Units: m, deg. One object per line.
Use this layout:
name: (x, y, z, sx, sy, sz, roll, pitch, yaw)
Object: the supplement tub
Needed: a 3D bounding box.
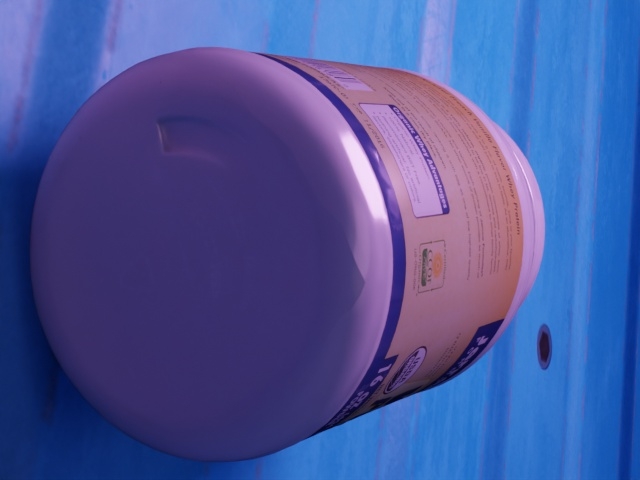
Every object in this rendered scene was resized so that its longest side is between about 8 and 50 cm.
supplement tub: (0.000, 0.000, 0.786, 0.316, 0.228, 0.228, -8, 95, -60)
